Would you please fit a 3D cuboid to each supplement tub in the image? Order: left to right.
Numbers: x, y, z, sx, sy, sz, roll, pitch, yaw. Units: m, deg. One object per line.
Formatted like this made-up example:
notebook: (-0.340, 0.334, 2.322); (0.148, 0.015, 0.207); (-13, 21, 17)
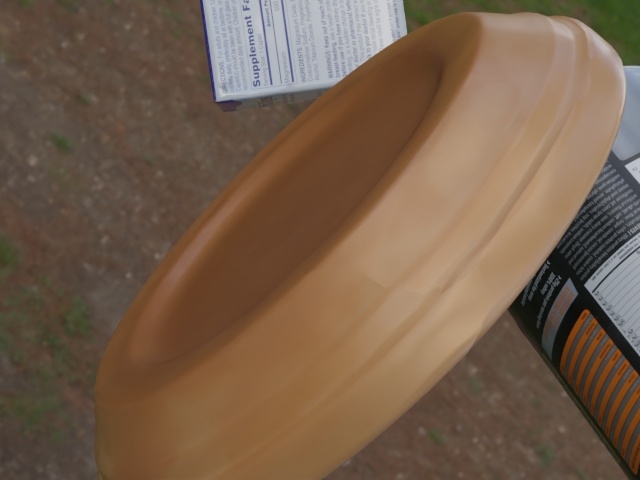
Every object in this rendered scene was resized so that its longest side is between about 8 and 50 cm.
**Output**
supplement tub: (0.241, 0.051, 0.862); (0.193, 0.193, 0.316); (23, 27, -48)

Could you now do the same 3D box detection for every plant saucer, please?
plant saucer: (0.000, 0.000, 0.400); (0.037, 0.200, 0.200); (45, 18, -15)

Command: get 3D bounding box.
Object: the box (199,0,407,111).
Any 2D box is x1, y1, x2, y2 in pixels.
box: (-0.014, -0.162, 0.934); (0.072, 0.137, 0.126); (-148, -129, -89)
